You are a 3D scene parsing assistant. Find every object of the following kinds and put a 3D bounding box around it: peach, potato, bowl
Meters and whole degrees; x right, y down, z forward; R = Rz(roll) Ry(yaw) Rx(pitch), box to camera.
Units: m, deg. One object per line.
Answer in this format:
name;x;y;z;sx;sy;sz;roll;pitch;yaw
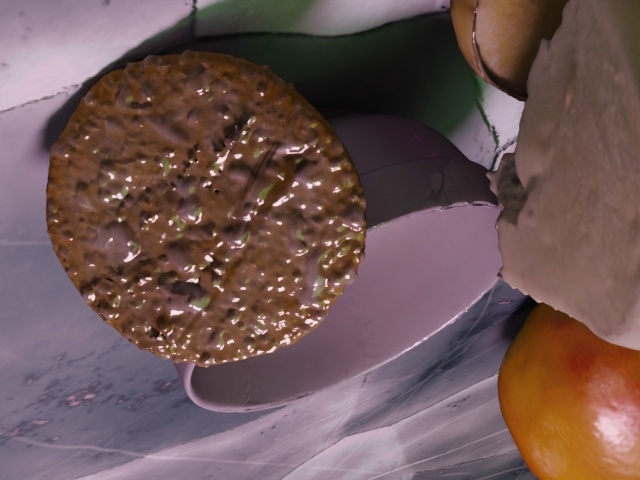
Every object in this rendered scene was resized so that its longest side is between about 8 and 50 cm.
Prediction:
peach;0.374;0.186;1.792;0.289;0.308;0.289;-40;166;-12
potato;0.180;-0.182;1.056;0.200;0.081;0.164;-15;131;-16
bowl;0.000;0.000;1.164;0.287;0.144;0.287;-23;158;-10

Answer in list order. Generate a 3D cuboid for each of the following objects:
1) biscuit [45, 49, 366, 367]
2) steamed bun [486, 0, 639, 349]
biscuit;-0.075;-0.018;0.987;0.220;0.220;0.033;-34;-167;17
steamed bun;0.268;-0.079;0.985;0.290;0.273;0.272;-14;113;-17
